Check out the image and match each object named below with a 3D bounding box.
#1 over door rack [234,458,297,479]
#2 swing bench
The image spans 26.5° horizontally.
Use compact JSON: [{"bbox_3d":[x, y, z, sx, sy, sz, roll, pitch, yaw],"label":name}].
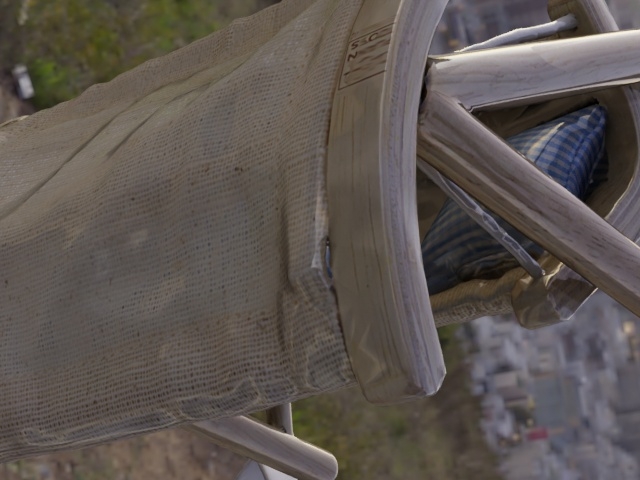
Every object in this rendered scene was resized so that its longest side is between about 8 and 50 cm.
[{"bbox_3d":[-0.151,0.251,0.622,0.239,0.108,0.324,12,110,-42],"label":"over door rack"},{"bbox_3d":[0.000,0.000,0.505,0.254,0.253,0.165,10,70,-48],"label":"swing bench"}]
